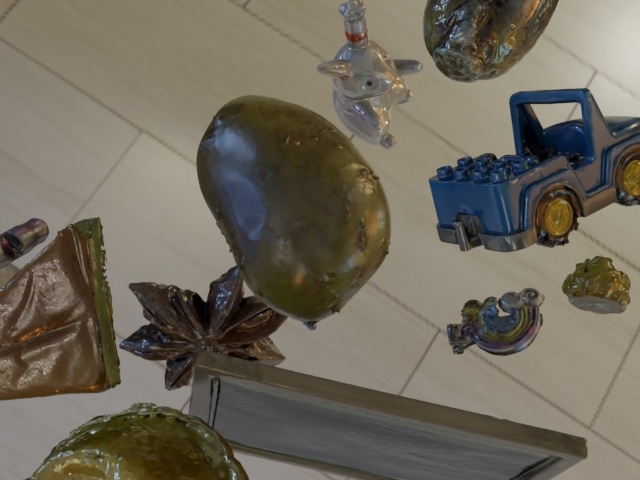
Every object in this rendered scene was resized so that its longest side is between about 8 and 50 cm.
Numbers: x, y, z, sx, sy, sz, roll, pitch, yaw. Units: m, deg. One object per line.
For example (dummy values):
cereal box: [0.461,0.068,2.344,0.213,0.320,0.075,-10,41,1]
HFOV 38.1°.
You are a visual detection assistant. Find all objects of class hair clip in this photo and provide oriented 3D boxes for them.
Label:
hair clip: [0.295,0.142,1.534,0.172,0.049,0.116,-16,55,10]

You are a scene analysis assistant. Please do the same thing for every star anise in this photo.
star anise: [-0.203,0.153,1.632,0.315,0.108,0.315,0,118,0]

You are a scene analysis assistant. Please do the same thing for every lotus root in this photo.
lotus root: [0.270,-0.371,1.367,0.175,0.175,0.349,38,73,2]

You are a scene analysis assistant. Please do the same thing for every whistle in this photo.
whistle: [-0.339,0.023,0.925,0.033,0.033,0.176,43,39,4]

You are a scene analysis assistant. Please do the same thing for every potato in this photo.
potato: [-0.039,-0.051,1.138,0.173,0.210,0.307,-3,52,-54]

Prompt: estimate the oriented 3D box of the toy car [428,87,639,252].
toy car: [0.171,-0.061,0.709,0.191,0.097,0.100,-24,108,-26]

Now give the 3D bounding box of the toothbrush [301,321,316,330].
toothbrush: [-0.001,-0.001,1.422,0.030,0.030,0.304,4,112,-9]

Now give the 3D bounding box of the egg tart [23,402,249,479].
egg tart: [-0.235,0.333,1.020,0.345,0.132,0.345,-11,61,20]

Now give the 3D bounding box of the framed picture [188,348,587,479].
framed picture: [0.055,0.245,1.139,0.446,0.326,0.028,13,63,-2]

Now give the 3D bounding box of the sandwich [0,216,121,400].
sandwich: [-0.404,0.101,1.311,0.212,0.063,0.245,-6,93,7]

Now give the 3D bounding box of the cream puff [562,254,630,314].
cream puff: [0.581,0.086,1.934,0.146,0.146,0.116,18,67,-5]

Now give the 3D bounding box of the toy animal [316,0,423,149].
toy animal: [0.082,-0.265,1.535,0.138,0.282,0.140,25,75,12]
